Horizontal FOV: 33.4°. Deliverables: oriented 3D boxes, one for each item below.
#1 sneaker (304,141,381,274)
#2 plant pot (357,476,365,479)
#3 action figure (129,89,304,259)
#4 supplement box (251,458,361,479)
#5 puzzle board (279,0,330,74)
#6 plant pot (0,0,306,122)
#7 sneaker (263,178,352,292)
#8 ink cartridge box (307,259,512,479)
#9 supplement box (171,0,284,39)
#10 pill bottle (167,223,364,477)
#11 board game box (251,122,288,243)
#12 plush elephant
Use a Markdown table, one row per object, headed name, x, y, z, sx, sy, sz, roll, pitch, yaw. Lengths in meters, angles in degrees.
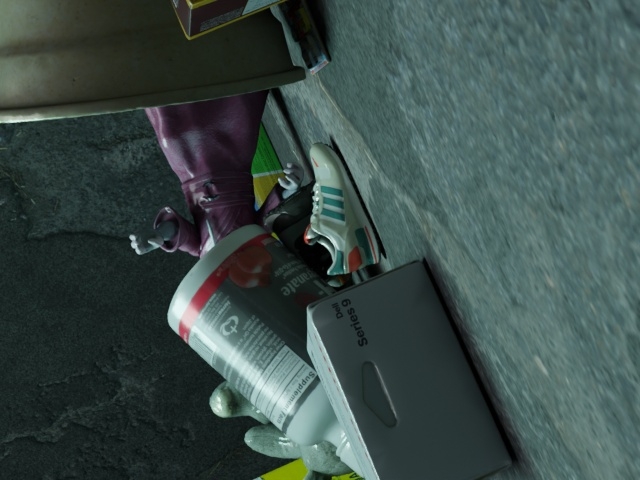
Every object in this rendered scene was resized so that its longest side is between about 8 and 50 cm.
| name | x | y | z | sx | sy | sz | roll | pitch | yaw |
| --- | --- | --- | --- | --- | --- | --- | --- | --- | --- |
| sneaker | 0.008 | -0.035 | 1.220 | 0.057 | 0.075 | 0.161 | 87 | 159 | -75 |
| plant pot | 0.118 | 0.442 | 1.337 | 0.275 | 0.274 | 0.294 | -131 | 34 | -74 |
| action figure | -0.163 | -0.078 | 1.563 | 0.276 | 0.248 | 0.370 | 169 | 93 | -80 |
| supplement box | 0.019 | 0.464 | 1.709 | 0.195 | 0.356 | 0.194 | 73 | 171 | -52 |
| puzzle board | -0.020 | -0.218 | 1.081 | 0.128 | 0.011 | 0.096 | -150 | 38 | -82 |
| plant pot | -0.196 | -0.292 | 1.055 | 0.334 | 0.333 | 0.306 | -133 | 36 | -75 |
| sneaker | 0.000 | 0.000 | 1.430 | 0.108 | 0.100 | 0.271 | 55 | 176 | 20 |
| ink cartridge box | 0.078 | 0.159 | 1.084 | 0.289 | 0.121 | 0.211 | 93 | 153 | -78 |
| supplement box | -0.069 | -0.261 | 0.740 | 0.194 | 0.129 | 0.191 | -155 | 42 | -82 |
| pill bottle | -0.022 | 0.141 | 1.331 | 0.318 | 0.176 | 0.176 | 40 | 168 | 14 |
| board game box | -0.116 | -0.123 | 2.173 | 0.316 | 0.064 | 0.242 | 83 | 164 | -71 |
| plush elephant | 0.000 | 0.239 | 1.530 | 0.330 | 0.272 | 0.255 | 39 | -173 | 3 |
